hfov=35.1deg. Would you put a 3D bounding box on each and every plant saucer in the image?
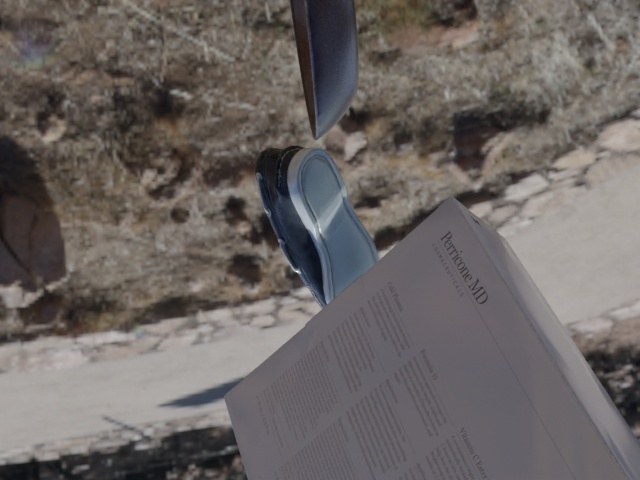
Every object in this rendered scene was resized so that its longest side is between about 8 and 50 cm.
[{"bbox_3d":[-0.005,-0.254,0.969,0.050,0.311,0.311,-9,156,-2],"label":"plant saucer"}]

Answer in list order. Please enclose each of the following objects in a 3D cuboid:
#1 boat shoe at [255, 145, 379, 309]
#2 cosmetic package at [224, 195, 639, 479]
[{"bbox_3d":[0.000,0.000,1.365,0.091,0.114,0.303,11,130,40],"label":"boat shoe"},{"bbox_3d":[0.091,0.188,0.778,0.284,0.377,0.097,-44,132,19],"label":"cosmetic package"}]
